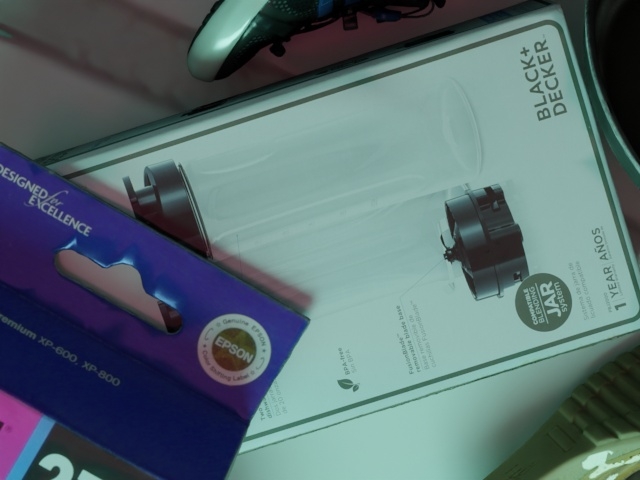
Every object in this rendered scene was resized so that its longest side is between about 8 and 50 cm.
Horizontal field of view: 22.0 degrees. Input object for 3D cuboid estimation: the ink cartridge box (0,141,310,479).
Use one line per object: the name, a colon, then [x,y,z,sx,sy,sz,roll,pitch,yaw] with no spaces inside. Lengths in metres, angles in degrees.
ink cartridge box: [-0.171,0.155,0.782,0.175,0.069,0.371,30,97,-5]

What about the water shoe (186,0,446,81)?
water shoe: [0.024,-0.134,0.804,0.203,0.073,0.080,-42,101,9]

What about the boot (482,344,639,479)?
boot: [0.190,0.172,0.875,0.248,0.090,0.207,-35,111,6]

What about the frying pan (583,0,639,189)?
frying pan: [0.259,-0.080,0.816,0.326,0.053,0.197,-6,73,-30]

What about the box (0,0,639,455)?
box: [0.000,0.000,0.825,0.290,0.087,0.169,-19,101,4]
